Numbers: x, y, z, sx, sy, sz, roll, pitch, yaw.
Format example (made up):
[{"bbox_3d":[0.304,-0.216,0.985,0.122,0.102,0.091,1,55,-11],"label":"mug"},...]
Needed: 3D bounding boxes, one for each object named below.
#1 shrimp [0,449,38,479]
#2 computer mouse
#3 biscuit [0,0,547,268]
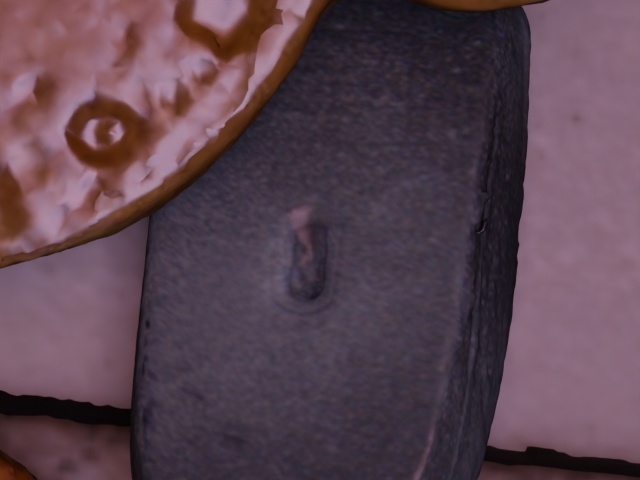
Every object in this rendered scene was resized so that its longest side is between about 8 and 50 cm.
[{"bbox_3d":[-0.206,0.157,0.533,0.317,0.062,0.164,-24,90,-11],"label":"shrimp"},{"bbox_3d":[0.001,0.003,0.569,0.113,0.068,0.229,4,72,9],"label":"computer mouse"},{"bbox_3d":[-0.047,-0.150,0.527,0.287,0.057,0.343,19,92,-2],"label":"biscuit"}]
